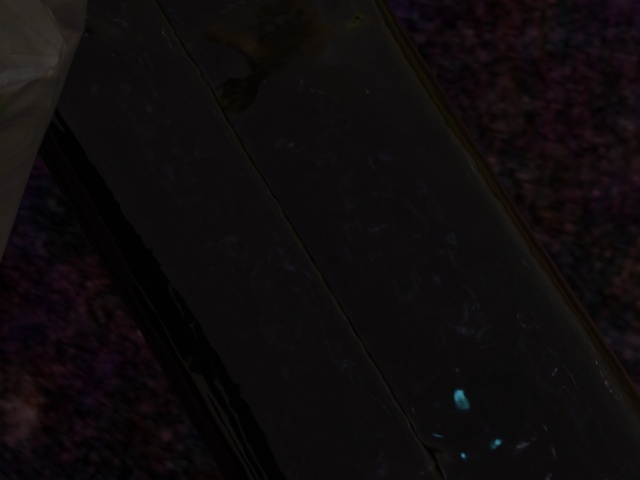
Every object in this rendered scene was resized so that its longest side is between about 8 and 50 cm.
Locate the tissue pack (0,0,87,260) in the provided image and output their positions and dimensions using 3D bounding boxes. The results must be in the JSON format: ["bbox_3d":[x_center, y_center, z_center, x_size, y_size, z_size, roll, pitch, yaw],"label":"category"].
[{"bbox_3d":[-0.175,-0.066,0.764,0.145,0.229,0.159,-20,68,-30],"label":"tissue pack"}]

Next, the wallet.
[{"bbox_3d":[0.000,0.000,0.981,0.228,0.062,0.406,-25,74,-26],"label":"wallet"}]
